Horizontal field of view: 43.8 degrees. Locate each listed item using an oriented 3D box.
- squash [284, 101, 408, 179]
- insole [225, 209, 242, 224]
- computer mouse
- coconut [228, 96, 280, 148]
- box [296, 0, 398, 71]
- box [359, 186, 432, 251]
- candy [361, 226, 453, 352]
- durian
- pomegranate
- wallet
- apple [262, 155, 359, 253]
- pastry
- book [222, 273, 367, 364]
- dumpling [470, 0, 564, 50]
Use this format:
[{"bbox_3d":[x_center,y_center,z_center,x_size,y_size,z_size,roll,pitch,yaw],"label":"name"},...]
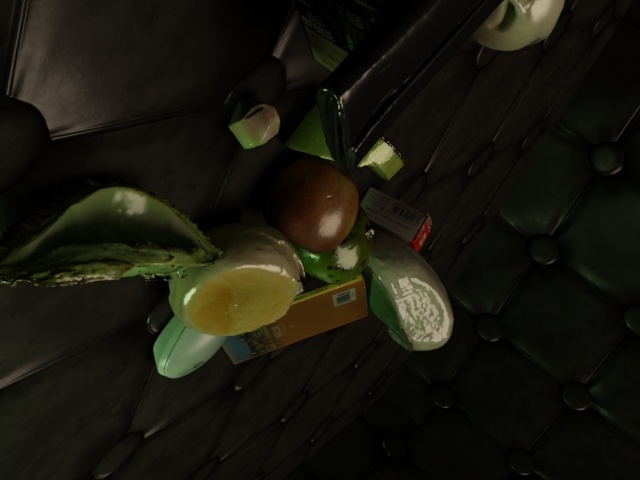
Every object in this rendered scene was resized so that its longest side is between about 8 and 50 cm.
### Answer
[{"bbox_3d":[0.057,-0.176,1.523,0.133,0.220,0.220,-56,161,1],"label":"squash"},{"bbox_3d":[-0.191,0.009,1.622,0.064,0.004,0.188,-32,153,-43],"label":"insole"},{"bbox_3d":[-0.236,0.176,1.682,0.288,0.097,0.159,-49,159,2],"label":"computer mouse"},{"bbox_3d":[-0.110,-0.199,1.325,0.083,0.081,0.082,-22,-168,36],"label":"coconut"},{"bbox_3d":[0.061,-0.343,1.257,0.084,0.198,0.310,-48,160,-8],"label":"box"},{"bbox_3d":[0.194,-0.053,2.093,0.099,0.182,0.133,-60,160,-10],"label":"box"},{"bbox_3d":[0.181,0.108,2.071,0.186,0.386,0.427,-41,-167,-10],"label":"candy"},{"bbox_3d":[-0.310,0.026,1.101,0.163,0.198,0.394,-57,158,21],"label":"durian"},{"bbox_3d":[0.000,0.000,1.794,0.263,0.210,0.211,-13,173,22],"label":"pomegranate"},{"bbox_3d":[0.152,-0.293,1.151,0.406,0.062,0.228,-48,161,-11],"label":"wallet"},{"bbox_3d":[-0.017,-0.072,1.594,0.173,0.188,0.188,-56,161,0],"label":"apple"},{"bbox_3d":[-0.163,0.077,1.516,0.265,0.133,0.264,-15,136,-15],"label":"pastry"},{"bbox_3d":[-0.064,0.198,1.963,0.374,0.028,0.262,-19,156,-4],"label":"book"},{"bbox_3d":[0.422,-0.549,1.669,0.315,0.233,0.395,-53,175,-2],"label":"dumpling"}]
